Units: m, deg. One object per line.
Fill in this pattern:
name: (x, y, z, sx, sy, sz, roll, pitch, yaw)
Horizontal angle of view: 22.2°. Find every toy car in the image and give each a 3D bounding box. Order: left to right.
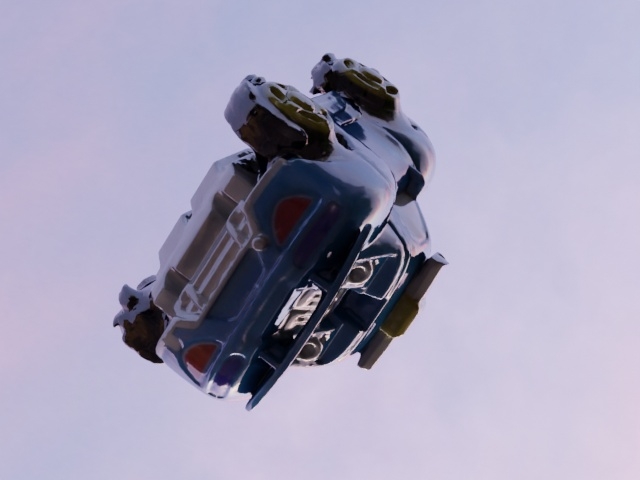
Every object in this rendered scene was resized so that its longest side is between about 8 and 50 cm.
toy car: (0.000, 0.000, 1.084, 0.198, 0.166, 0.314, -56, -8, 18)
